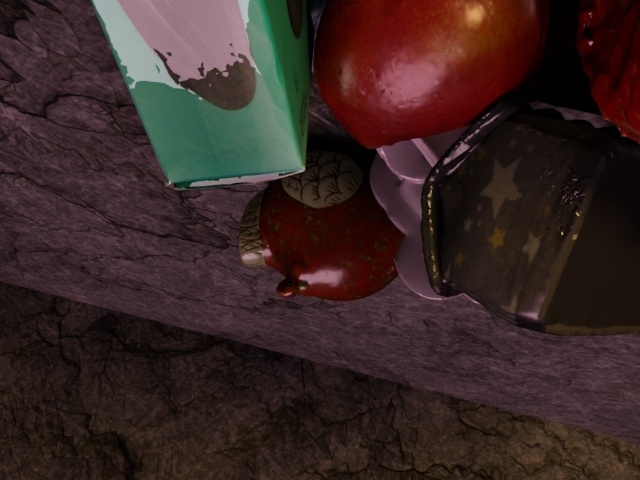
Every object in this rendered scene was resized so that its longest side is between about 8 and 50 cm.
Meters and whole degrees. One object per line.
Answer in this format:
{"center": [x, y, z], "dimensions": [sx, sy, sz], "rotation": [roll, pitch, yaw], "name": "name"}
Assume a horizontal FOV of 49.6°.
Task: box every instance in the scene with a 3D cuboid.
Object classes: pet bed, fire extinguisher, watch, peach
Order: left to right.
{"center": [0.093, -0.170, 0.597], "dimensions": [0.190, 0.190, 0.192], "rotation": [18, 122, -5], "name": "peach"}
{"center": [0.146, -0.069, 0.750], "dimensions": [0.248, 0.211, 0.217], "rotation": [54, 177, 18], "name": "watch"}
{"center": [0.207, -0.018, 0.612], "dimensions": [0.211, 0.183, 0.159], "rotation": [4, -160, -39], "name": "pet bed"}
{"center": [0.323, -0.143, 0.627], "dimensions": [0.269, 0.105, 0.105], "rotation": [15, 159, 6], "name": "fire extinguisher"}

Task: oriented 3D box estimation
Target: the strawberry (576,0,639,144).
{"center": [0.310, -0.131, 0.448], "dimensions": [0.257, 0.257, 0.277], "rotation": [-7, 138, 46], "name": "strawberry"}

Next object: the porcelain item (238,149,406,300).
{"center": [0.000, 0.000, 1.006], "dimensions": [0.253, 0.253, 0.253], "rotation": [14, 159, 6], "name": "porcelain item"}

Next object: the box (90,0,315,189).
{"center": [-0.081, -0.215, 0.492], "dimensions": [0.118, 0.205, 0.311], "rotation": [-2, 138, 8], "name": "box"}

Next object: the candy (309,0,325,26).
{"center": [-0.076, -0.250, 0.695], "dimensions": [0.187, 0.077, 0.331], "rotation": [21, 155, -16], "name": "candy"}
